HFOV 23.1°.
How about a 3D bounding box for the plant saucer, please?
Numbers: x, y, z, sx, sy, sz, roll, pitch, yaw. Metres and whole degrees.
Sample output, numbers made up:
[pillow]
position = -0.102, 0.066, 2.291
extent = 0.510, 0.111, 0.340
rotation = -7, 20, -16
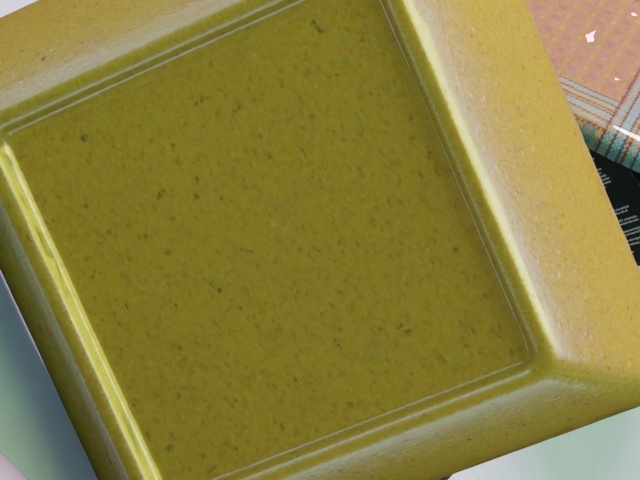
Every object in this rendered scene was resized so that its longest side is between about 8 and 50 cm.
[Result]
[plant saucer]
position = -0.025, -0.004, 0.826
extent = 0.333, 0.332, 0.081
rotation = 66, 14, -6

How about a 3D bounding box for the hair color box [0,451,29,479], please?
[hair color box]
position = -0.123, 0.287, 0.768
extent = 0.374, 0.113, 0.185
rotation = 50, 35, -20

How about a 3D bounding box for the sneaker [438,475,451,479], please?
[sneaker]
position = 0.000, 0.000, 0.999
extent = 0.146, 0.134, 0.344
rotation = -14, 78, -37

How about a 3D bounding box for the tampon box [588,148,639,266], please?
[tampon box]
position = 0.224, -0.074, 1.227
extent = 0.161, 0.101, 0.120
rotation = 52, 49, -18

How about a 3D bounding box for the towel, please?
[towel]
position = 0.236, -0.158, 1.160
extent = 0.370, 0.040, 0.271
rotation = 26, 50, 9
